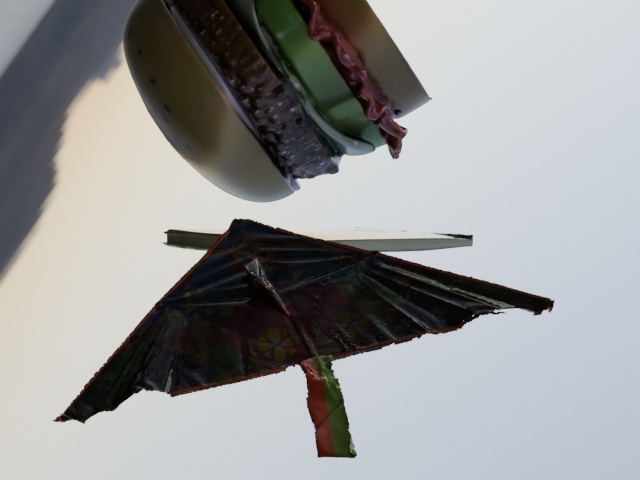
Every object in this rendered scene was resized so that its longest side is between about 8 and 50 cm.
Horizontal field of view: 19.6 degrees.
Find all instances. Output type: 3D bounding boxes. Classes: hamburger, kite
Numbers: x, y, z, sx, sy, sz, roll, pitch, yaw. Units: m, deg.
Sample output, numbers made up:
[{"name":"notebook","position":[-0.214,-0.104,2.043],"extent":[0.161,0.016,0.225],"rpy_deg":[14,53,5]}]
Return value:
[{"name":"hamburger","position":[-0.033,-0.100,1.026],"extent":[0.137,0.175,0.175],"rpy_deg":[-33,-168,3]},{"name":"kite","position":[-0.010,0.031,0.682],"extent":[0.159,0.190,0.010],"rpy_deg":[-122,-157,-52]}]

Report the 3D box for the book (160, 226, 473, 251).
[{"name":"book","position":[0.000,0.000,1.281],"extent":[0.127,0.182,0.014],"rpy_deg":[4,-86,48]}]
